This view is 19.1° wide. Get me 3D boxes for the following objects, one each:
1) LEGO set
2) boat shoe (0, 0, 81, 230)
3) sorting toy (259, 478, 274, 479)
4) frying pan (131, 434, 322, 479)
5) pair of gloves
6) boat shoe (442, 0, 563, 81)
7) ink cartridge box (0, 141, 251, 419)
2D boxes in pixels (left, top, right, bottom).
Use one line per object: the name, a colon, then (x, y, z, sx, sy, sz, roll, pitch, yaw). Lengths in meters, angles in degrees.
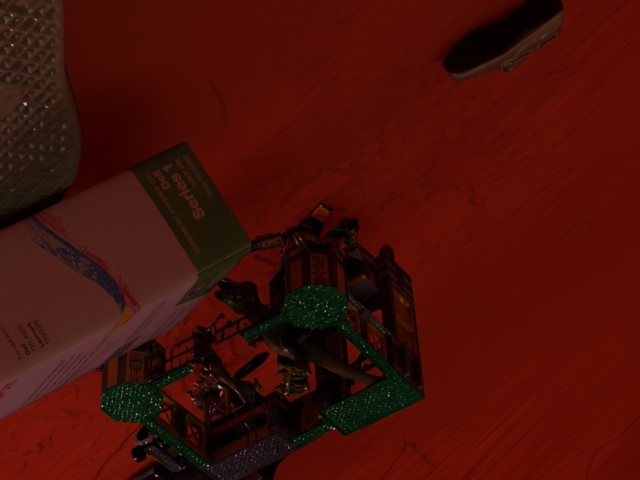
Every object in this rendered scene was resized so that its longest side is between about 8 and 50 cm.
LEGO set: (-0.056, 0.081, 1.876, 0.331, 0.192, 0.255, -35, 128, 27)
boat shoe: (-0.292, -0.121, 1.465, 0.187, 0.156, 0.500, -27, 158, -22)
sorting toy: (-0.136, 0.390, 2.138, 0.365, 0.127, 0.126, -49, 170, 21)
frying pan: (-0.107, 0.299, 2.159, 0.326, 0.053, 0.197, -14, 140, -24)
pair of gloves: (0.000, 0.000, 1.945, 0.074, 0.010, 0.083, -48, 141, 15)
boat shoe: (0.182, -0.188, 1.854, 0.135, 0.050, 0.045, -30, 138, -10)
ink cartridge box: (-0.226, 0.051, 1.624, 0.278, 0.117, 0.201, -28, 172, -33)
